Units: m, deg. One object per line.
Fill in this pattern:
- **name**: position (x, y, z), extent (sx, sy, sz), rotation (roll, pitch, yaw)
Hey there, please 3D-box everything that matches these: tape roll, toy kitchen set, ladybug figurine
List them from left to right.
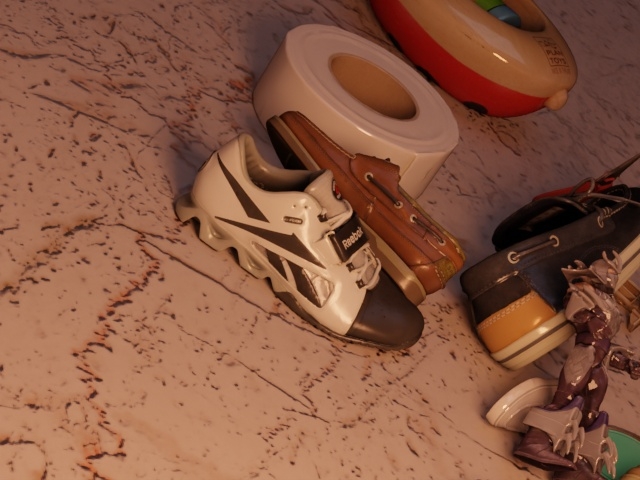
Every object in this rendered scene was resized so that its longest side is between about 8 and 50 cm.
- **tape roll**: position (0.051, -0.177, 2.225), extent (0.286, 0.100, 0.286), rotation (26, 29, -16)
- **ladybug figurine**: position (0.231, -0.351, 2.603), extent (0.305, 0.162, 0.449), rotation (-4, 46, -49)
- **toy kitchen set**: position (0.442, 0.082, 2.279), extent (0.068, 0.083, 0.075), rotation (-39, 70, -17)

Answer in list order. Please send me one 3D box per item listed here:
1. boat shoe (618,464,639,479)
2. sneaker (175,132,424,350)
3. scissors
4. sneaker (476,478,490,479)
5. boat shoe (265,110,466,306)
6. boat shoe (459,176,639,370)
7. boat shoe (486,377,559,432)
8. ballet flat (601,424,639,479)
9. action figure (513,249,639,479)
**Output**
- **boat shoe**: position (0.478, 0.324, 1.881), extent (0.285, 0.089, 0.104), rotation (29, -16, -15)
- **sneaker**: position (0.000, 0.000, 1.863), extent (0.330, 0.146, 0.122), rotation (34, 27, -4)
- **scissors**: position (0.420, -0.089, 2.323), extent (0.109, 0.297, 0.021), rotation (4, 72, -28)
- **sneaker**: position (0.201, 0.286, 1.723), extent (0.170, 0.068, 0.071), rotation (13, 30, -33)
- **boat shoe**: position (0.056, -0.055, 2.004), extent (0.307, 0.104, 0.111), rotation (51, -11, 11)
- **boat shoe**: position (0.328, 0.008, 2.141), extent (0.156, 0.187, 0.500), rotation (53, 35, 1)
- **boat shoe**: position (0.267, 0.209, 1.917), extent (0.063, 0.066, 0.184), rotation (49, 22, 26)
- **ballet flat**: position (0.394, 0.275, 1.946), extent (0.203, 0.074, 0.074), rotation (23, 30, -8)
- **action figure**: position (0.316, 0.143, 1.866), extent (0.185, 0.099, 0.285), rotation (38, 61, -47)
